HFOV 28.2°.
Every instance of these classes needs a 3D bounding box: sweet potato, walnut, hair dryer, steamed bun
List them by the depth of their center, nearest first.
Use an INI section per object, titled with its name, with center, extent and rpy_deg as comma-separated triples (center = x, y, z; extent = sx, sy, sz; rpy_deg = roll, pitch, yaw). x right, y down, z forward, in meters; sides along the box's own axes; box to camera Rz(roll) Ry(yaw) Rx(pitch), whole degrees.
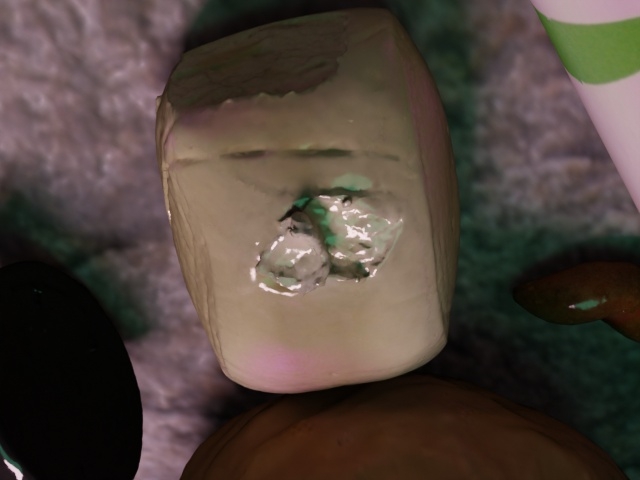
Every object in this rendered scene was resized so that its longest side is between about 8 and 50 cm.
[steamed bun]
center = 0.000, 0.000, 0.717
extent = 0.170, 0.153, 0.239
rpy_deg = -11, 127, 1
[walnut]
center = 0.059, 0.259, 0.826
extent = 0.383, 0.384, 0.384
rpy_deg = -4, 129, -5
[sweet potato]
center = 0.231, 0.044, 0.852
extent = 0.202, 0.055, 0.058
rpy_deg = 3, 91, -9
[hair dryer]
center = -0.226, 0.161, 0.873
extent = 0.320, 0.156, 0.284
rpy_deg = -28, 149, 29

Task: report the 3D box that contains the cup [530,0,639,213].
[cup]
center = 0.232, -0.109, 0.627
extent = 0.253, 0.253, 0.274
rpy_deg = -32, 118, 16
